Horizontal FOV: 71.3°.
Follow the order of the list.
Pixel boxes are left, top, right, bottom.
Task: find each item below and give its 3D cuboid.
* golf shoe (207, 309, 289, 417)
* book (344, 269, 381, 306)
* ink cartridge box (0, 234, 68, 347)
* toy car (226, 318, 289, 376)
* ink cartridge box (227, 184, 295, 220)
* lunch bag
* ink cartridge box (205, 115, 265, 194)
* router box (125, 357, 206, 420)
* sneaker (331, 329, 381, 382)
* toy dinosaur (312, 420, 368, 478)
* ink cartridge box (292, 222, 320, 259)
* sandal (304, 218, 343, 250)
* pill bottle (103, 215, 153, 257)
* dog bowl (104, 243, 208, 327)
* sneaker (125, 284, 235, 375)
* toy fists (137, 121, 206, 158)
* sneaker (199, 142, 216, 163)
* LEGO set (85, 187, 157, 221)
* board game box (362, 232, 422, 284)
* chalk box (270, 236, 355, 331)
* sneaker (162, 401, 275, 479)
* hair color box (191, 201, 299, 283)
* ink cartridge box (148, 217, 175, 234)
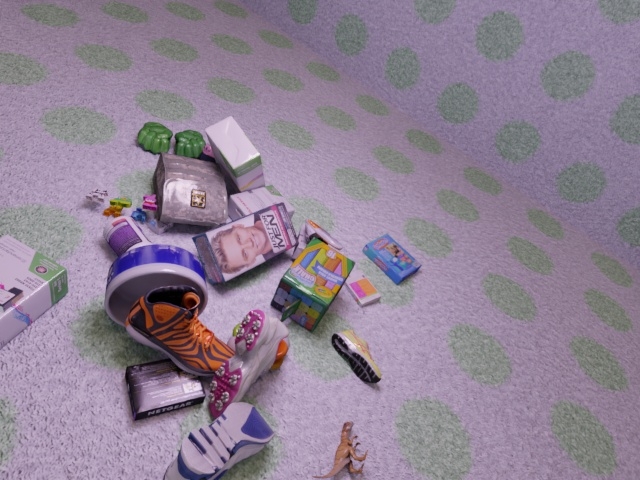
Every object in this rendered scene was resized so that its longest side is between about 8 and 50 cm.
[{"bbox_3d":[-0.187,0.340,1.196,0.140,0.306,0.115,28,1,-42],"label":"golf shoe"},{"bbox_3d":[0.152,0.180,1.705,0.096,0.035,0.144,-13,54,-34],"label":"book"},{"bbox_3d":[-0.838,0.142,1.144,0.201,0.117,0.278,29,40,3],"label":"ink cartridge box"},{"bbox_3d":[-0.176,0.295,1.322,0.182,0.136,0.159,37,41,12],"label":"toy car"},{"bbox_3d":[-0.239,-0.120,1.765,0.219,0.092,0.160,-21,60,-41],"label":"ink cartridge box"},{"bbox_3d":[-0.472,-0.168,1.624,0.235,0.169,0.287,7,43,-33],"label":"lunch bag"},{"bbox_3d":[-0.325,-0.296,1.765,0.119,0.353,0.207,-34,75,-13],"label":"ink cartridge box"},{"bbox_3d":[-0.408,0.381,1.175,0.179,0.046,0.133,-4,48,-32],"label":"router box"},{"bbox_3d":[0.134,0.368,1.457,0.094,0.081,0.208,-17,56,-42],"label":"sneaker"},{"bbox_3d":[0.063,0.592,1.208,0.112,0.064,0.211,16,28,15],"label":"toy dinosaur"},{"bbox_3d":[-0.042,0.014,1.743,0.104,0.060,0.180,20,31,-7],"label":"ink cartridge box"},{"bbox_3d":[-0.008,-0.005,1.637,0.102,0.076,0.265,33,6,-27],"label":"sandal"},{"bbox_3d":[-0.593,0.022,1.412,0.108,0.108,0.193,-23,60,-43],"label":"pill bottle"},{"bbox_3d":[-0.453,0.136,1.243,0.265,0.265,0.104,4,43,-25],"label":"dog bowl"},{"bbox_3d":[-0.337,0.237,1.179,0.321,0.180,0.124,31,28,-21],"label":"sneaker"},{"bbox_3d":[-0.621,-0.420,1.881,0.279,0.096,0.142,8,44,-23],"label":"toy fists"},{"bbox_3d":[-0.391,-0.394,1.948,0.112,0.131,0.319,37,41,12],"label":"sneaker"},{"bbox_3d":[-0.677,-0.130,1.553,0.227,0.087,0.093,10,39,-10],"label":"LEGO set"},{"bbox_3d":[0.302,0.074,1.886,0.160,0.047,0.210,-24,61,-42],"label":"board game box"},{"bbox_3d":[-0.039,0.166,1.493,0.179,0.180,0.289,32,48,6],"label":"chalk box"},{"bbox_3d":[-0.263,0.510,1.061,0.127,0.182,0.315,47,15,20],"label":"sneaker"},{"bbox_3d":[-0.249,0.002,1.552,0.347,0.105,0.174,-28,101,-42],"label":"hair color box"},{"bbox_3d":[-0.559,-0.060,1.579,0.048,0.028,0.083,34,40,8],"label":"ink cartridge box"}]
